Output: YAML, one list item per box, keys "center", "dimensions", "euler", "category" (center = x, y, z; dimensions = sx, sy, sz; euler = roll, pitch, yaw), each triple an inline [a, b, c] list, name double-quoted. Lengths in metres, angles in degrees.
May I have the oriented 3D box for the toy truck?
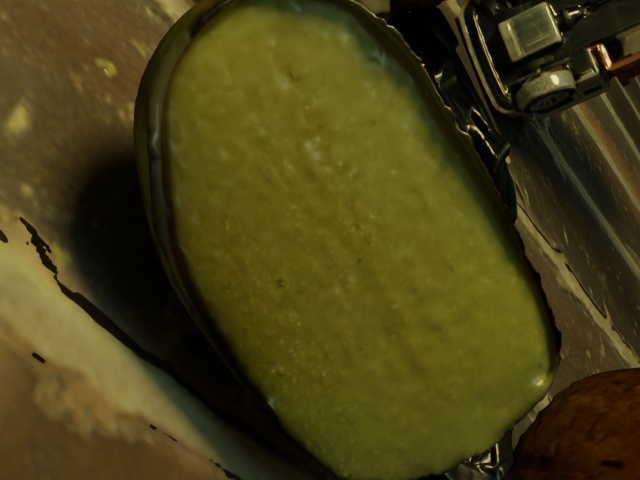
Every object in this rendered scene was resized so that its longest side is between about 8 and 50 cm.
- center: [0.376, -0.275, 1.054]
  dimensions: [0.207, 0.387, 0.173]
  euler: [8, 62, -66]
  category: "toy truck"

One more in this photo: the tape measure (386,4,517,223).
- center: [0.073, -0.071, 0.658]
  dimensions: [0.186, 0.112, 0.199]
  euler: [62, 29, -11]
  category: "tape measure"

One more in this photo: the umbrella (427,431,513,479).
- center: [0.087, 0.177, 0.540]
  dimensions: [0.066, 0.059, 0.236]
  euler: [30, 37, -11]
  category: "umbrella"

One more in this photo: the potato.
- center: [0.000, 0.000, 0.467]
  dimensions: [0.272, 0.160, 0.111]
  euler: [55, -13, -23]
  category: "potato"

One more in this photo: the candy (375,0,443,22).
- center: [0.032, -0.350, 0.782]
  dimensions: [0.321, 0.135, 0.179]
  euler: [64, 28, -7]
  category: "candy"

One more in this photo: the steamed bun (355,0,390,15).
- center: [-0.009, -0.299, 0.582]
  dimensions: [0.428, 0.189, 0.247]
  euler: [38, 28, -6]
  category: "steamed bun"

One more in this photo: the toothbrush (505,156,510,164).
- center: [0.106, -0.126, 0.850]
  dimensions: [0.286, 0.025, 0.020]
  euler: [28, 47, -47]
  category: "toothbrush"

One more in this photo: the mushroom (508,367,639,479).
- center: [0.253, 0.247, 0.640]
  dimensions: [0.334, 0.356, 0.331]
  euler: [-24, 93, -25]
  category: "mushroom"
